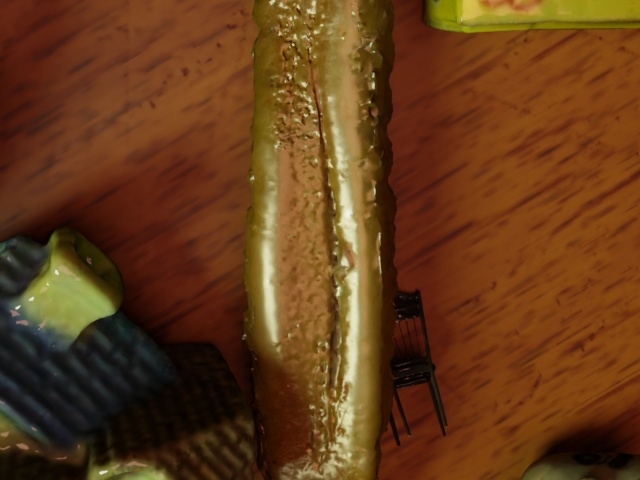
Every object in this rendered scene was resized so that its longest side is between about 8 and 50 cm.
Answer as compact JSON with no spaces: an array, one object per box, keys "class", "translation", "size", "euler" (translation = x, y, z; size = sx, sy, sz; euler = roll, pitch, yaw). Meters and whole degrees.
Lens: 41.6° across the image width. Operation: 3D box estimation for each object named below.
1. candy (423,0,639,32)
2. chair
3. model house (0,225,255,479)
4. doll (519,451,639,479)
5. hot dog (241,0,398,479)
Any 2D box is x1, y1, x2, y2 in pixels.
[{"class":"candy","translation":[0.125,-0.239,0.392],"size":[0.146,0.088,0.276],"euler":[-4,107,-6]},{"class":"chair","translation":[0.051,0.076,0.501],"size":[0.037,0.042,0.086],"euler":[-11,72,-6]},{"class":"model house","translation":[-0.141,0.105,0.405],"size":[0.189,0.195,0.214],"euler":[-43,110,-3]},{"class":"doll","translation":[0.143,0.185,0.521],"size":[0.179,0.089,0.102],"euler":[-31,149,12]},{"class":"hot dog","translation":[0.001,0.000,0.450],"size":[0.083,0.068,0.289],"euler":[2,102,6]}]
